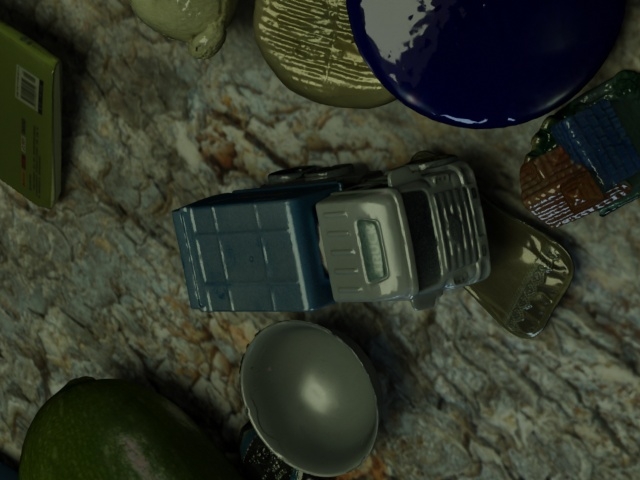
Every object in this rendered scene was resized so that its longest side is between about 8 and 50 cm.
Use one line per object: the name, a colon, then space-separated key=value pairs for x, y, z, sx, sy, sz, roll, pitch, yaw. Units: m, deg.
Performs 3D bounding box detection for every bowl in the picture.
bowl: x=0.006 y=0.167 z=1.726 sx=0.189 sy=0.086 sz=0.189 roll=11 pitch=111 yaw=30

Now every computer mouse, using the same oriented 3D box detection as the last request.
computer mouse: x=-0.045 y=0.269 z=1.818 sx=0.135 sy=0.047 sz=0.079 roll=49 pitch=116 yaw=23

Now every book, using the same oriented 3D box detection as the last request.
book: x=-0.455 y=-0.214 z=1.914 sx=0.352 sy=0.035 sz=0.239 roll=34 pitch=139 yaw=21

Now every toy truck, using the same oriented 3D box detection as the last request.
toy truck: x=0.000 y=0.000 z=1.600 sx=0.367 sy=0.175 sz=0.146 roll=-5 pitch=101 yaw=46

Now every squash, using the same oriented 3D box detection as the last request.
squash: x=-0.257 y=0.317 z=1.832 sx=0.309 sy=0.310 sz=0.310 roll=50 pitch=127 yaw=12

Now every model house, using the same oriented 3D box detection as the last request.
model house: x=0.246 y=-0.074 z=1.433 sx=0.148 sy=0.148 sz=0.119 roll=-29 pitch=88 yaw=36

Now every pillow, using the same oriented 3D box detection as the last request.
pillow: x=0.165 y=0.002 z=1.588 sx=0.217 sy=0.033 sz=0.130 roll=40 pitch=130 yaw=19

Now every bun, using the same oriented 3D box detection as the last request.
bun: x=0.034 y=-0.229 z=1.546 sx=0.193 sy=0.128 sz=0.178 roll=18 pitch=116 yaw=17

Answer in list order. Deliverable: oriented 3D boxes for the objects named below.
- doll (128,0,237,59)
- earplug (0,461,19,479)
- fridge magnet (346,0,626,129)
doll: x=-0.132 y=-0.346 z=1.622 sx=0.278 sy=0.149 sz=0.175 roll=-64 pitch=34 yaw=18
earplug: x=-0.436 y=0.379 z=2.092 sx=0.273 sy=0.132 sz=0.132 roll=29 pitch=121 yaw=28
fridge magnet: x=0.154 y=-0.236 z=1.413 sx=0.265 sy=0.113 sz=0.265 roll=-1 pitch=100 yaw=-5
